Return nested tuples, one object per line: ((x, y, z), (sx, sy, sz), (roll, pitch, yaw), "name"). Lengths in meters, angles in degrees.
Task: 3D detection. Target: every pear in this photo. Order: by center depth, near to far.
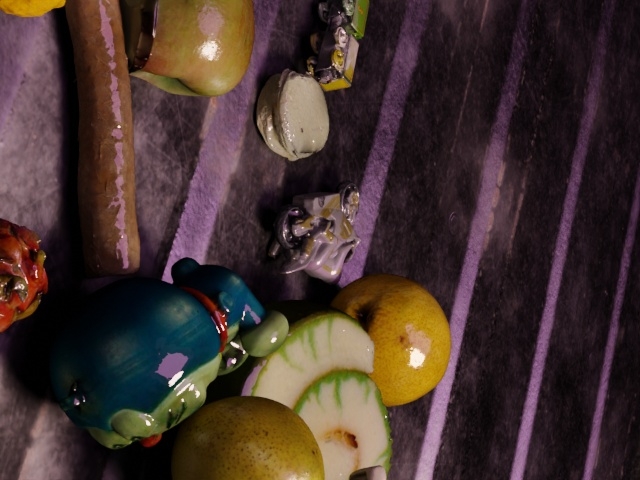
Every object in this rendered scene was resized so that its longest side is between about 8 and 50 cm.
((-0.091, 0.279, 1.525), (0.198, 0.198, 0.198), (-6, 97, -57), "pear")
((0.101, 0.148, 1.952), (0.209, 0.209, 0.209), (-6, 97, -57), "pear")

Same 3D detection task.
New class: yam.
((-0.259, -0.129, 1.503), (0.081, 0.081, 0.357), (-16, 104, -56), "yam")

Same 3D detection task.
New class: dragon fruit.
((-0.339, 0.041, 1.371), (0.102, 0.096, 0.147), (-54, 137, -46), "dragon fruit")

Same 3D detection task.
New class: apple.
((-0.165, -0.281, 1.564), (0.207, 0.174, 0.188), (39, 62, -70), "apple")

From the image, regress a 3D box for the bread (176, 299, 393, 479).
((-0.042, 0.268, 1.792), (0.366, 0.129, 0.382), (37, 67, -44), "bread")

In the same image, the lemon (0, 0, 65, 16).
((-0.327, -0.307, 1.352), (0.155, 0.114, 0.114), (51, 50, -31), "lemon")

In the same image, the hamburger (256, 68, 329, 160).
((-0.036, -0.183, 1.853), (0.140, 0.062, 0.133), (17, 77, -55), "hamburger")

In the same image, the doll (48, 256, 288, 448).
((-0.196, 0.127, 1.504), (0.186, 0.198, 0.322), (60, 35, -3), "doll")

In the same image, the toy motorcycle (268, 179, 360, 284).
((0.000, 0.000, 1.911), (0.225, 0.073, 0.152), (-26, 116, -54), "toy motorcycle")

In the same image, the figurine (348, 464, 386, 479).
((0.029, 0.418, 1.570), (0.143, 0.308, 0.308), (21, 74, -42), "figurine")

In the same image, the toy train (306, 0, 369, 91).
((0.029, -0.316, 1.929), (0.081, 0.060, 0.202), (44, 48, -47), "toy train")
